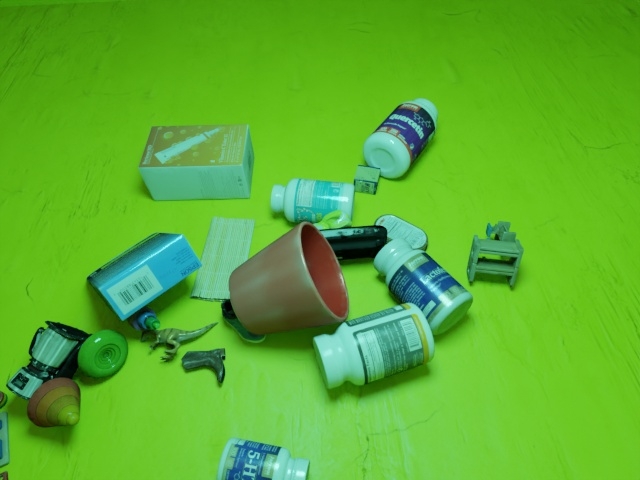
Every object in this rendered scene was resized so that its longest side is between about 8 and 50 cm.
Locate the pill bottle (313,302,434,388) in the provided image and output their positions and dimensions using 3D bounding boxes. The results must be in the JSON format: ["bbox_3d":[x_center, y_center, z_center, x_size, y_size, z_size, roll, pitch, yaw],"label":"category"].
[{"bbox_3d":[0.132,0.270,1.132,0.278,0.162,0.162,-15,53,-10],"label":"pill bottle"}]

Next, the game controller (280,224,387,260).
[{"bbox_3d":[0.039,0.015,1.331,0.319,0.166,0.067,-4,70,-3],"label":"game controller"}]

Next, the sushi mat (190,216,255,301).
[{"bbox_3d":[-0.302,0.052,1.404,0.151,0.019,0.316,2,52,2],"label":"sushi mat"}]

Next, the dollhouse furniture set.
[{"bbox_3d":[0.514,0.034,1.352,0.129,0.129,0.184,6,28,7],"label":"dollhouse furniture set"}]

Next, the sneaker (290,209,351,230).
[{"bbox_3d":[0.000,0.000,1.399,0.240,0.126,0.091,-22,36,24],"label":"sneaker"}]

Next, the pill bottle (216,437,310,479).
[{"bbox_3d":[-0.122,0.509,0.980,0.187,0.112,0.112,7,52,7],"label":"pill bottle"}]

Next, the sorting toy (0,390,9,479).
[{"bbox_3d":[-0.816,0.495,1.050,0.132,0.046,0.274,-21,55,-14],"label":"sorting toy"}]

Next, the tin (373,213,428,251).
[{"bbox_3d":[0.257,-0.020,1.437,0.190,0.040,0.106,30,54,23],"label":"tin"}]

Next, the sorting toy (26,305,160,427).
[{"bbox_3d":[-0.534,0.318,1.108,0.126,0.127,0.365,10,49,40],"label":"sorting toy"}]

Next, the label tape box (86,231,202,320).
[{"bbox_3d":[-0.523,0.088,1.293,0.249,0.115,0.348,-38,20,-26],"label":"label tape box"}]

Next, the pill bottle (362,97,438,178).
[{"bbox_3d":[0.304,-0.385,1.629,0.181,0.181,0.323,27,57,21],"label":"pill bottle"}]

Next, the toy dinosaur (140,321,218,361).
[{"bbox_3d":[-0.394,0.263,1.211,0.211,0.064,0.112,-3,51,-1],"label":"toy dinosaur"}]

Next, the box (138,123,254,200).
[{"bbox_3d":[-0.421,-0.275,1.568,0.345,0.168,0.215,-2,53,0],"label":"box"}]

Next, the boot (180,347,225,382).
[{"bbox_3d":[-0.309,0.332,1.171,0.114,0.037,0.106,-4,39,-6],"label":"boot"}]

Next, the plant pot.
[{"bbox_3d":[-0.089,0.120,1.180,0.243,0.275,0.275,-23,50,18],"label":"plant pot"}]

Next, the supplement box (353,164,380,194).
[{"bbox_3d":[0.164,-0.215,1.578,0.083,0.056,0.083,10,52,9],"label":"supplement box"}]

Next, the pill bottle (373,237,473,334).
[{"bbox_3d":[0.279,0.122,1.250,0.153,0.153,0.265,-30,57,-21],"label":"pill bottle"}]

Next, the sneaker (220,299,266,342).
[{"bbox_3d":[-0.216,0.219,1.228,0.152,0.084,0.058,34,60,24],"label":"sneaker"}]

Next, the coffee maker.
[{"bbox_3d":[-0.666,0.315,1.137,0.120,0.171,0.178,17,73,41],"label":"coffee maker"}]

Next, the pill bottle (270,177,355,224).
[{"bbox_3d":[-0.024,-0.125,1.456,0.264,0.146,0.146,6,52,7],"label":"pill bottle"}]
